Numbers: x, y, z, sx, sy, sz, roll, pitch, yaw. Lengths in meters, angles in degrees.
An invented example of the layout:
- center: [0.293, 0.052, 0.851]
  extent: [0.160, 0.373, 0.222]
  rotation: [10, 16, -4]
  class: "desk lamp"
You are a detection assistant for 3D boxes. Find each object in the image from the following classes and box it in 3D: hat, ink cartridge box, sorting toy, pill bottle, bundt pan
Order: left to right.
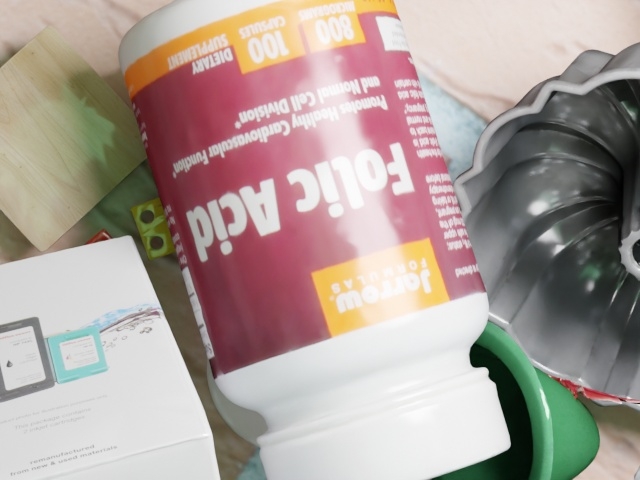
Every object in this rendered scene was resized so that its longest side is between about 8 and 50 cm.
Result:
- center: [-0.217, -0.074, 1.554]
  extent: [0.132, 0.046, 0.274]
  rotation: [-44, 94, -8]
  class: "sorting toy"
- center: [-0.189, 0.163, 1.406]
  extent: [0.197, 0.270, 0.198]
  rotation: [-14, 123, -10]
  class: "ink cartridge box"
- center: [0.000, 0.000, 1.478]
  extent: [0.224, 0.224, 0.392]
  rotation: [-17, 85, -8]
  class: "pill bottle"
- center: [0.208, 0.150, 1.569]
  extent: [0.183, 0.208, 0.173]
  rotation: [-5, 122, -32]
  class: "hat"
- center: [0.278, -0.021, 1.517]
  extent: [0.331, 0.331, 0.124]
  rotation: [38, 42, -5]
  class: "bundt pan"

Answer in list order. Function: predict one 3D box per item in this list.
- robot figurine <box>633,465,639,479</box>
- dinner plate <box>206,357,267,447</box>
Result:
- center: [0.285, 0.320, 1.497]
  extent: [0.353, 0.200, 0.300]
  rotation: [11, 86, -42]
  class: "robot figurine"
- center: [-0.024, 0.107, 1.591]
  extent: [0.141, 0.017, 0.141]
  rotation: [1, 86, -9]
  class: "dinner plate"
